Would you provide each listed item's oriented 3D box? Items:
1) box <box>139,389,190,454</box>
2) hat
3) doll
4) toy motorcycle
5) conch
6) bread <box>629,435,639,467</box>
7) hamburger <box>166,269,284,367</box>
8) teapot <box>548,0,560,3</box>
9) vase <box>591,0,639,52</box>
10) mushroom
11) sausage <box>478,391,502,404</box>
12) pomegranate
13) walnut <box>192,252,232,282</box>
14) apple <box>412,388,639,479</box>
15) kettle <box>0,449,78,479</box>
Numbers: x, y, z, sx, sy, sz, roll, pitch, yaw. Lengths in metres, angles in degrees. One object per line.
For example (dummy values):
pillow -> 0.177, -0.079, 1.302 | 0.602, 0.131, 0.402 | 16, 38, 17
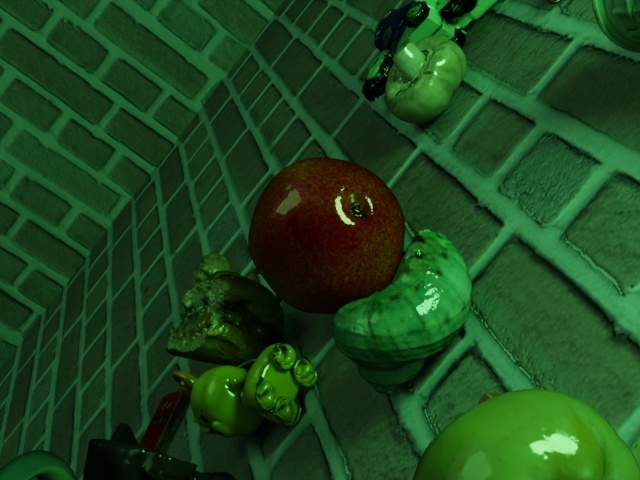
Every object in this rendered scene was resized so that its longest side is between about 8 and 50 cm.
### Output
box -> -0.277, 0.328, 1.854 | 0.090, 0.023, 0.133 | -22, 37, 53
hat -> -0.226, 0.377, 1.398 | 0.336, 0.238, 0.209 | 146, 147, -78
doll -> -0.118, 0.219, 1.520 | 0.221, 0.143, 0.135 | -18, 41, 47
toy motorcycle -> 0.185, -0.384, 1.847 | 0.331, 0.125, 0.196 | -43, 23, 39
conch -> 0.100, 0.089, 1.255 | 0.188, 0.122, 0.176 | -45, 1, 19
bread -> 0.307, 0.137, 0.842 | 0.153, 0.028, 0.068 | -52, 22, 10
hamburger -> -0.142, 0.130, 1.683 | 0.283, 0.157, 0.144 | 163, 120, -68
teapot -> 0.366, -0.394, 1.554 | 0.100, 0.045, 0.068 | -50, 18, 9
vase -> 0.421, -0.255, 1.078 | 0.143, 0.143, 0.299 | -54, 23, -1
mushroom -> 0.162, -0.263, 1.690 | 0.154, 0.122, 0.154 | -37, 27, 23
sausage -> 0.190, 0.184, 1.022 | 0.035, 0.030, 0.147 | -52, 20, 2
pomegranate -> 0.000, 0.000, 1.484 | 0.257, 0.221, 0.221 | -36, 26, 45
walnut -> -0.206, 0.066, 2.040 | 0.096, 0.082, 0.079 | -102, 21, -73
apple -> 0.160, 0.213, 0.829 | 0.200, 0.200, 0.200 | -45, 22, 23
kettle -> -0.427, 0.476, 1.538 | 0.342, 0.247, 0.319 | -16, -75, -75
